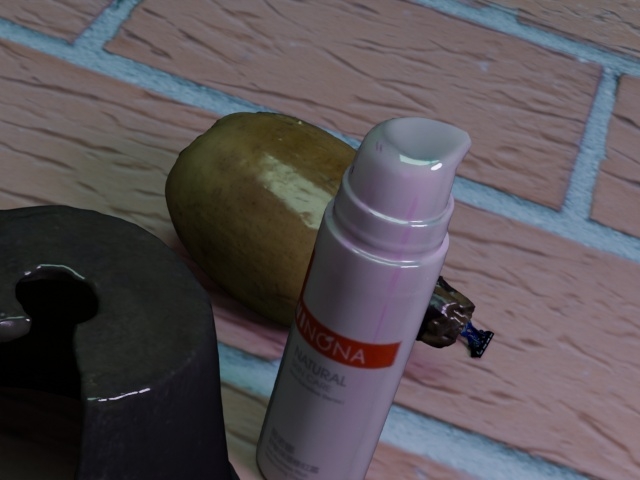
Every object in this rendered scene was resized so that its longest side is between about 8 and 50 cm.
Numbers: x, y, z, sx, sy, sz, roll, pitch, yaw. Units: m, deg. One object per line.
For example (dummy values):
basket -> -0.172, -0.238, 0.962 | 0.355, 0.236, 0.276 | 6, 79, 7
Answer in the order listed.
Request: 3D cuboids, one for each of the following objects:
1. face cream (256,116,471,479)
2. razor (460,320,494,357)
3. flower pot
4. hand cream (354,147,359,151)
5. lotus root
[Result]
face cream -> 0.031, 0.056, 1.341 | 0.102, 0.345, 0.102 | 10, 36, -7
razor -> 0.093, 0.061, 1.631 | 0.154, 0.028, 0.044 | 25, 37, 11
flower pot -> -0.207, 0.125, 1.243 | 0.379, 0.251, 0.379 | 10, 35, -7
hand cream -> 0.066, -0.031, 1.731 | 0.065, 0.043, 0.170 | 2, 40, -25
lotus root -> 0.000, 0.000, 1.568 | 0.310, 0.183, 0.183 | 36, 39, 17
